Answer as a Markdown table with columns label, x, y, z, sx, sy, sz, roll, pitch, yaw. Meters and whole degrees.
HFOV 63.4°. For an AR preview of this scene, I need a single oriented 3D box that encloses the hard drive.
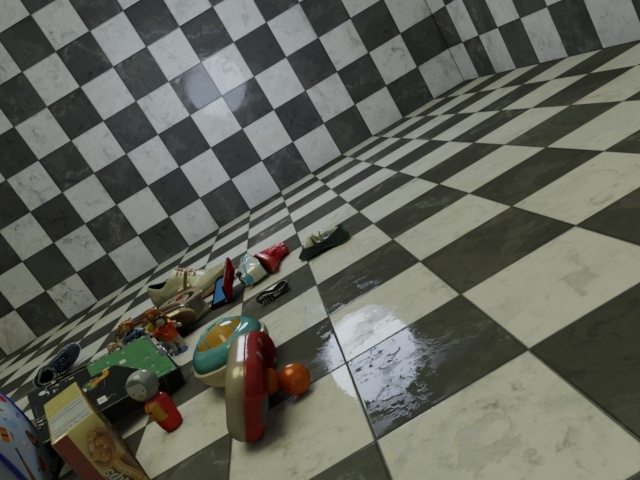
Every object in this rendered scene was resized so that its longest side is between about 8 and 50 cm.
| label | x | y | z | sx | sy | sz | roll | pitch | yaw |
| --- | --- | --- | --- | --- | --- | --- | --- | --- | --- |
| hard drive | -0.548 | 0.382 | 1.331 | 0.339 | 0.064 | 0.237 | -28 | 30 | -28 |

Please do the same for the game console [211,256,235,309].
| label | x | y | z | sx | sy | sz | roll | pitch | yaw |
| --- | --- | --- | --- | --- | --- | --- | --- | --- | --- |
| game console | -0.351 | 0.150 | 1.811 | 0.085 | 0.124 | 0.143 | -6 | 48 | 5 |

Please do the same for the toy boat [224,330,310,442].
| label | x | y | z | sx | sy | sz | roll | pitch | yaw |
| --- | --- | --- | --- | --- | --- | --- | --- | --- | --- |
| toy boat | -0.094 | 0.258 | 0.955 | 0.151 | 0.150 | 0.231 | -2 | 13 | -6 |

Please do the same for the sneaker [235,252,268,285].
| label | x | y | z | sx | sy | sz | roll | pitch | yaw |
| --- | --- | --- | --- | --- | --- | --- | --- | --- | --- |
| sneaker | -0.267 | 0.108 | 1.878 | 0.092 | 0.087 | 0.229 | -39 | 13 | -13 |

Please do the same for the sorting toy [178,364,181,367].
| label | x | y | z | sx | sy | sz | roll | pitch | yaw |
| --- | --- | --- | --- | --- | --- | --- | --- | --- | --- |
| sorting toy | -0.428 | 0.370 | 1.455 | 0.083 | 0.012 | 0.062 | -34 | 14 | -11 |

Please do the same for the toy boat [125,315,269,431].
| label | x | y | z | sx | sy | sz | roll | pitch | yaw |
| --- | --- | --- | --- | --- | --- | --- | --- | --- | --- |
| toy boat | -0.263 | 0.271 | 1.157 | 0.318 | 0.148 | 0.267 | -38 | 11 | -20 |

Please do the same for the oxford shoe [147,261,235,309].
| label | x | y | z | sx | sy | sz | roll | pitch | yaw |
| --- | --- | --- | --- | --- | --- | --- | --- | --- | --- |
| oxford shoe | -0.529 | 0.168 | 2.084 | 0.397 | 0.146 | 0.140 | -27 | 14 | 13 |

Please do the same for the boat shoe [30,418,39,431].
| label | x | y | z | sx | sy | sz | roll | pitch | yaw |
| --- | --- | --- | --- | --- | --- | --- | --- | --- | --- |
| boat shoe | -0.956 | 0.578 | 1.543 | 0.325 | 0.096 | 0.116 | -17 | -1 | -2 |

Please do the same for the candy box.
| label | x | y | z | sx | sy | sz | roll | pitch | yaw |
| --- | --- | --- | --- | --- | --- | --- | --- | --- | --- |
| candy box | -0.458 | 0.405 | 1.044 | 0.088 | 0.182 | 0.317 | -40 | 16 | -27 |

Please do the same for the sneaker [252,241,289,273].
| label | x | y | z | sx | sy | sz | roll | pitch | yaw |
| --- | --- | --- | --- | --- | --- | --- | --- | --- | --- |
| sneaker | -0.170 | 0.047 | 1.885 | 0.128 | 0.087 | 0.221 | -36 | 16 | -14 |

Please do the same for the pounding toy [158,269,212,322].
| label | x | y | z | sx | sy | sz | roll | pitch | yaw |
| --- | --- | --- | --- | --- | --- | --- | --- | --- | --- |
| pounding toy | -0.512 | 0.211 | 1.881 | 0.154 | 0.154 | 0.270 | -33 | 14 | -22 |

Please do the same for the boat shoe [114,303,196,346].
| label | x | y | z | sx | sy | sz | roll | pitch | yaw |
| --- | --- | --- | --- | --- | --- | --- | --- | --- | --- |
| boat shoe | -0.572 | 0.282 | 1.759 | 0.342 | 0.123 | 0.123 | -31 | 56 | 21 |

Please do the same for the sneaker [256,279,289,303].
| label | x | y | z | sx | sy | sz | roll | pitch | yaw |
| --- | --- | --- | --- | --- | --- | --- | --- | --- | --- |
| sneaker | -0.142 | 0.158 | 1.560 | 0.109 | 0.040 | 0.044 | -29 | -3 | -4 |

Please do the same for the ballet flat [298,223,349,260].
| label | x | y | z | sx | sy | sz | roll | pitch | yaw |
| --- | --- | --- | --- | --- | --- | --- | --- | --- | --- |
| ballet flat | 0.000 | 0.000 | 1.725 | 0.203 | 0.074 | 0.074 | -25 | 15 | 26 |

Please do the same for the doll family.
| label | x | y | z | sx | sy | sz | roll | pitch | yaw |
| --- | --- | --- | --- | --- | --- | --- | --- | --- | --- |
| doll family | -0.539 | 0.303 | 1.604 | 0.263 | 0.163 | 0.118 | -31 | 14 | 2 |

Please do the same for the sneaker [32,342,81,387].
| label | x | y | z | sx | sy | sz | roll | pitch | yaw |
| --- | --- | --- | --- | --- | --- | --- | --- | --- | --- |
| sneaker | -1.075 | 0.510 | 2.135 | 0.226 | 0.086 | 0.163 | -52 | 12 | -32 |

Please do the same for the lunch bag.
| label | x | y | z | sx | sy | sz | roll | pitch | yaw |
| --- | --- | --- | --- | --- | --- | --- | --- | --- | --- |
| lunch bag | -0.789 | 0.459 | 1.133 | 0.239 | 0.385 | 0.328 | -37 | 16 | -22 |
